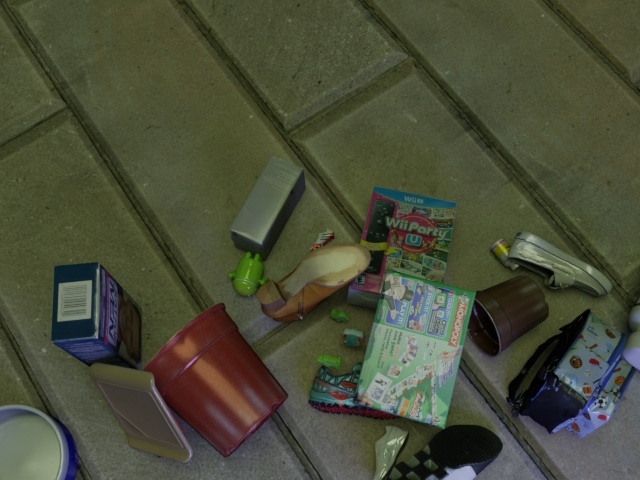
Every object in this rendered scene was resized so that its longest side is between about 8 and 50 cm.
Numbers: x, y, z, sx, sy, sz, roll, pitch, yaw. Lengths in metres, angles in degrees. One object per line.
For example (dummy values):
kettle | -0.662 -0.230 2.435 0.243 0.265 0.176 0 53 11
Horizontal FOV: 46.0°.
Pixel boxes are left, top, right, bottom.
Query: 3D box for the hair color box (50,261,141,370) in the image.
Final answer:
hair color box | -0.505 0.189 1.737 0.105 0.347 0.174 -5 69 0

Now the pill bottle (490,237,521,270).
pill bottle | 0.477 0.038 1.932 0.043 0.043 0.083 -35 72 -11

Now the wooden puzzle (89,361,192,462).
wooden puzzle | -0.401 0.381 1.700 0.220 0.239 0.044 1 31 37

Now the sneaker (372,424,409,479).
sneaker | 0.150 0.502 1.759 0.061 0.054 0.152 22 64 20

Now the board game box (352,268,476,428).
board game box | 0.214 0.245 1.723 0.213 0.046 0.318 15 77 6

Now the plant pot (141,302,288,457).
plant pot | -0.232 0.332 1.735 0.272 0.272 0.265 -43 82 -14

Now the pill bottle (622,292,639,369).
pill bottle | 0.849 0.163 1.801 0.176 0.176 0.319 31 73 13

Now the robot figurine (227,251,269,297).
robot figurine | -0.184 0.089 1.918 0.101 0.067 0.115 11 69 12

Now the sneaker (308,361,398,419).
sneaker | 0.106 0.349 1.789 0.261 0.104 0.125 6 67 4

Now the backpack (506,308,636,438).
backpack | 0.590 0.302 1.719 0.213 0.276 0.263 31 66 8

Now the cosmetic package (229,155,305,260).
cosmetic package | -0.135 -0.082 1.954 0.107 0.127 0.238 22 72 9

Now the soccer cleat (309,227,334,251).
soccer cleat | 0.000 0.000 1.971 0.083 0.029 0.035 -39 64 -16

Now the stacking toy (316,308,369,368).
stacking toy | 0.115 0.241 1.820 0.221 0.052 0.167 9 41 6

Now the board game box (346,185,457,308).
board game box | 0.206 0.029 1.893 0.223 0.098 0.304 12 59 6

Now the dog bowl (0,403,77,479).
dog bowl | -0.705 0.519 1.743 0.264 0.104 0.265 -1 69 2

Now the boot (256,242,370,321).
boot | -0.007 0.106 1.824 0.295 0.211 0.104 -24 71 3

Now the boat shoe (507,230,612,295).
boat shoe | 0.591 0.078 1.875 0.267 0.096 0.088 32 77 -1

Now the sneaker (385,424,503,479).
sneaker | 0.272 0.533 1.717 0.330 0.146 0.122 -18 41 -29

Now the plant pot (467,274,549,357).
plant pot | 0.448 0.173 1.826 0.165 0.167 0.167 -24 69 -17
